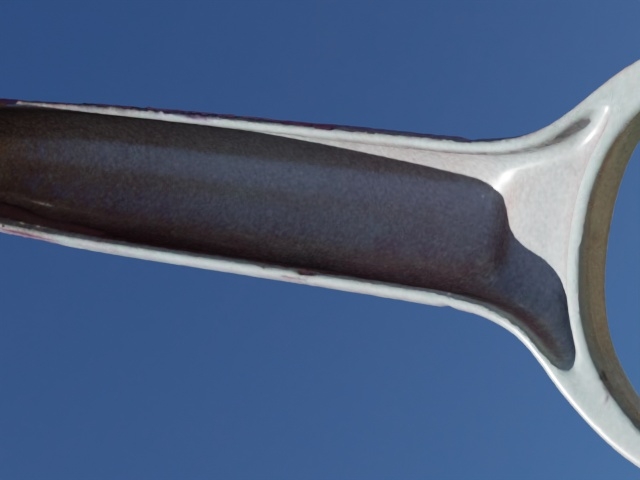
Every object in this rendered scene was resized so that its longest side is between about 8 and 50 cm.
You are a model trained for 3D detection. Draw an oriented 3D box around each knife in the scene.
[{"bbox_3d":[0.001,0.000,0.381,0.053,0.278,0.123,11,-92,-60],"label":"knife"}]
